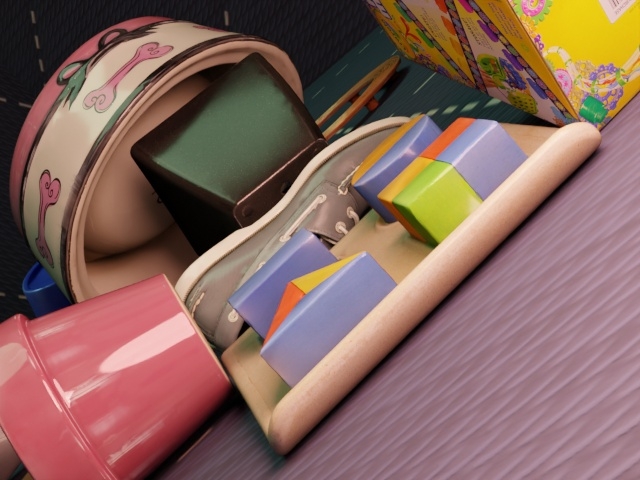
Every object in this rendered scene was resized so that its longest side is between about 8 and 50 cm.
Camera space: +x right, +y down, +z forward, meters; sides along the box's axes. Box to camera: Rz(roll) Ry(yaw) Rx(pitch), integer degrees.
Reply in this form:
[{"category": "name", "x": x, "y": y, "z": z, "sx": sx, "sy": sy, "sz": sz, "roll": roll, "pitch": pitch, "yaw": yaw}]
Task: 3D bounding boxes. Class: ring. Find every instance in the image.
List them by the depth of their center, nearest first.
[{"category": "ring", "x": 0.022, "y": -0.202, "z": 2.192, "sx": 0.336, "sy": 0.032, "sz": 0.336, "roll": -42, "pitch": 10, "yaw": 9}]

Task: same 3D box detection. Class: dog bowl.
[{"category": "dog bowl", "x": -0.207, "y": -0.094, "z": 1.540, "sx": 0.408, "sy": 0.150, "sz": 0.408, "roll": -41, "pitch": -31, "yaw": -31}]

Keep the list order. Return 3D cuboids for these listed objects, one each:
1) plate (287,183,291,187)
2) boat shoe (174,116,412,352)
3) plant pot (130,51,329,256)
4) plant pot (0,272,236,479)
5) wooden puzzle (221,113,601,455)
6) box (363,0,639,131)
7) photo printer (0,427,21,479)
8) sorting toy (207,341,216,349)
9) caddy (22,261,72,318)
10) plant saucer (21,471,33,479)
[{"category": "plate", "x": -0.111, "y": -0.072, "z": 1.782, "sx": 0.188, "sy": 0.188, "sz": 0.024, "roll": -32, "pitch": 43, "yaw": 51}, {"category": "boat shoe", "x": 0.000, "y": 0.000, "z": 1.270, "sx": 0.319, "sy": 0.116, "sz": 0.099, "roll": -38, "pitch": 51, "yaw": -9}, {"category": "plant pot", "x": -0.063, "y": -0.064, "z": 1.378, "sx": 0.187, "sy": 0.188, "sz": 0.167, "roll": -40, "pitch": 40, "yaw": -12}, {"category": "plant pot", "x": -0.184, "y": 0.130, "z": 1.114, "sx": 0.180, "sy": 0.201, "sz": 0.201, "roll": -31, "pitch": 8, "yaw": -7}, {"category": "wooden puzzle", "x": 0.041, "y": 0.004, "z": 1.015, "sx": 0.322, "sy": 0.080, "sz": 0.348, "roll": -45, "pitch": 9, "yaw": -4}, {"category": "box", "x": 0.194, "y": -0.275, "z": 1.004, "sx": 0.290, "sy": 0.177, "sz": 0.279, "roll": -44, "pitch": 36, "yaw": -6}, {"category": "photo printer", "x": -0.532, "y": 0.322, "z": 1.699, "sx": 0.256, "sy": 0.107, "sz": 0.307, "roll": -51, "pitch": -16, "yaw": 23}, {"category": "sorting toy", "x": -0.099, "y": 0.085, "z": 1.353, "sx": 0.075, "sy": 0.045, "sz": 0.083, "roll": 127, "pitch": 155, "yaw": -75}, {"category": "caddy", "x": -0.279, "y": 0.064, "z": 1.848, "sx": 0.241, "sy": 0.179, "sz": 0.341, "roll": -13, "pitch": 26, "yaw": 29}, {"category": "plant saucer", "x": -0.247, "y": 0.218, "z": 1.420, "sx": 0.278, "sy": 0.041, "sz": 0.278, "roll": -43, "pitch": 10, "yaw": 9}]
